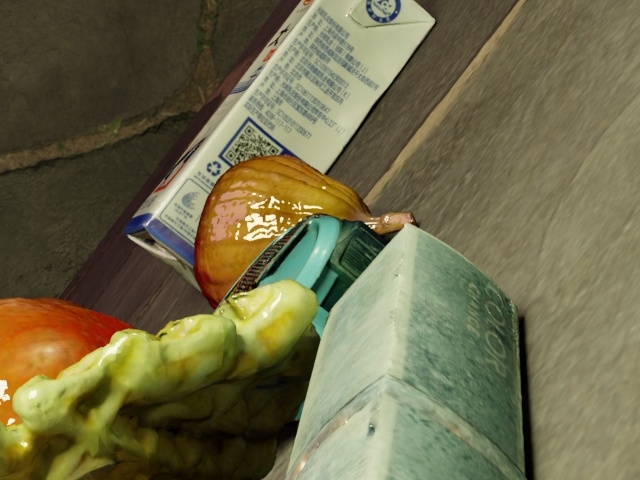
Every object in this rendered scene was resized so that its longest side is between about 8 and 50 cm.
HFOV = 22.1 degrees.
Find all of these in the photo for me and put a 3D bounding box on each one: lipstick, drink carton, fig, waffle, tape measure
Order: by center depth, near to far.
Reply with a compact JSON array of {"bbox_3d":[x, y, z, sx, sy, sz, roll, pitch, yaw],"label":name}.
[{"bbox_3d":[0.032,0.084,0.622,0.076,0.077,0.290,-51,9,22],"label":"lipstick"},{"bbox_3d":[-0.088,0.112,0.768,0.204,0.054,0.223,-24,-29,-33],"label":"waffle"},{"bbox_3d":[-0.019,0.049,0.958,0.125,0.081,0.146,-30,24,57],"label":"tape measure"},{"bbox_3d":[-0.005,0.001,1.087,0.119,0.153,0.119,2,-90,-78],"label":"fig"},{"bbox_3d":[-0.036,-0.101,1.478,0.315,0.106,0.130,-53,12,-12],"label":"drink carton"}]

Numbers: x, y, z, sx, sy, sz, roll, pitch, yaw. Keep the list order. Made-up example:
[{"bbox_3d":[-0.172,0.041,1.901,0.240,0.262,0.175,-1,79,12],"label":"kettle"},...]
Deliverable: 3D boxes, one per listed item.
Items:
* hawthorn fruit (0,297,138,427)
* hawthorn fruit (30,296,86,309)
[{"bbox_3d":[-0.160,0.120,1.084,0.225,0.197,0.196,-15,-11,-30],"label":"hawthorn fruit"},{"bbox_3d":[-0.250,0.131,1.473,0.173,0.173,0.173,-50,11,13],"label":"hawthorn fruit"}]
